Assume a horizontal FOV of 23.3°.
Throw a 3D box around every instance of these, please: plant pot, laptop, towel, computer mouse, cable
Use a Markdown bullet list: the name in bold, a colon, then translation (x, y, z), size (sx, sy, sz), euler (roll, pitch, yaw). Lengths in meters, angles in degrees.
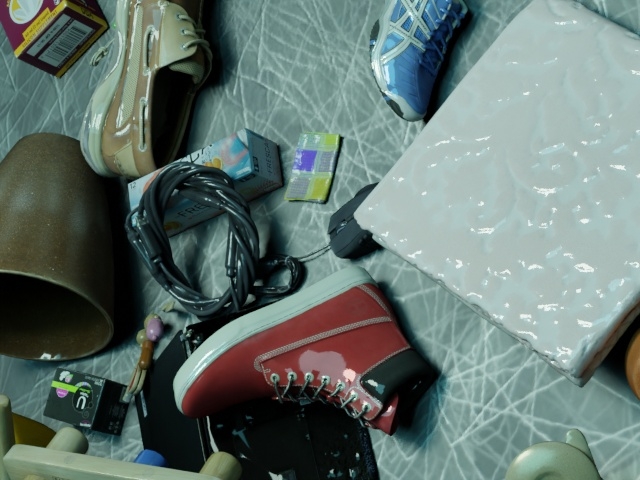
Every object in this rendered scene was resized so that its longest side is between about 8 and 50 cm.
- **plant pot**: translation (-0.335, -0.006, 1.858), size (0.215, 0.215, 0.230), euler (-16, 52, 32)
- **laptop**: translation (-0.080, 0.210, 1.696), size (0.264, 0.136, 0.234), euler (-16, 63, 4)
- **towel**: translation (0.233, -0.061, 1.488), size (0.317, 0.053, 0.332), euler (-50, 48, -2)
- **computer mouse**: translation (0.000, 0.000, 1.690), size (0.242, 0.041, 0.071), euler (-29, 60, 27)
- **cable**: translation (-0.131, 0.004, 1.745), size (0.150, 0.047, 0.184), euler (-39, 78, 24)
- **towel**: translation (-0.009, -0.082, 1.744), size (0.060, 0.009, 0.083), euler (9, 81, 39)

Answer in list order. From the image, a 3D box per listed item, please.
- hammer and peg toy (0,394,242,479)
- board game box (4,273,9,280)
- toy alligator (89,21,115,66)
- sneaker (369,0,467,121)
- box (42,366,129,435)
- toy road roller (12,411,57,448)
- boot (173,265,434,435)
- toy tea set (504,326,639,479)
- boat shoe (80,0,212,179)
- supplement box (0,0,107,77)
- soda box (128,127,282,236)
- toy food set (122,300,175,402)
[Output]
- **hammer and peg toy**: translation (-0.226, 0.309, 1.581), size (0.361, 0.266, 0.127), euler (6, 40, 26)
- **board game box**: translation (-0.489, 0.010, 2.044), size (0.305, 0.053, 0.193), euler (2, 76, 37)
- **toy alligator**: translation (-0.220, -0.287, 1.949), size (0.051, 0.056, 0.189), euler (32, 97, -1)
- **sneaker**: translation (0.108, -0.230, 1.662), size (0.081, 0.080, 0.211), euler (-7, 72, 38)
- **box**: translation (-0.273, 0.189, 1.823), size (0.083, 0.052, 0.062), euler (9, 80, 37)
- **toy road roller**: translation (-0.438, 0.243, 1.842), size (0.241, 0.202, 0.329), euler (-30, 63, 11)
- **boot**: translation (-0.016, 0.151, 1.580), size (0.244, 0.088, 0.176), euler (-29, 58, -6)
- **toy tea set**: translation (0.285, 0.213, 1.384), size (0.336, 0.124, 0.200), euler (-43, 83, 13)
- **boat shoe**: translation (-0.181, -0.223, 1.862), size (0.116, 0.123, 0.324), euler (15, 90, 31)
- **supplement box**: translation (-0.369, -0.322, 2.049), size (0.104, 0.081, 0.188), euler (-42, 54, 18)
- **soda box**: translation (-0.135, -0.064, 1.798), size (0.183, 0.063, 0.058), euler (-23, 63, 29)
- **toy food set**: translation (-0.202, 0.125, 1.783), size (0.122, 0.019, 0.078), euler (-70, 15, -14)
